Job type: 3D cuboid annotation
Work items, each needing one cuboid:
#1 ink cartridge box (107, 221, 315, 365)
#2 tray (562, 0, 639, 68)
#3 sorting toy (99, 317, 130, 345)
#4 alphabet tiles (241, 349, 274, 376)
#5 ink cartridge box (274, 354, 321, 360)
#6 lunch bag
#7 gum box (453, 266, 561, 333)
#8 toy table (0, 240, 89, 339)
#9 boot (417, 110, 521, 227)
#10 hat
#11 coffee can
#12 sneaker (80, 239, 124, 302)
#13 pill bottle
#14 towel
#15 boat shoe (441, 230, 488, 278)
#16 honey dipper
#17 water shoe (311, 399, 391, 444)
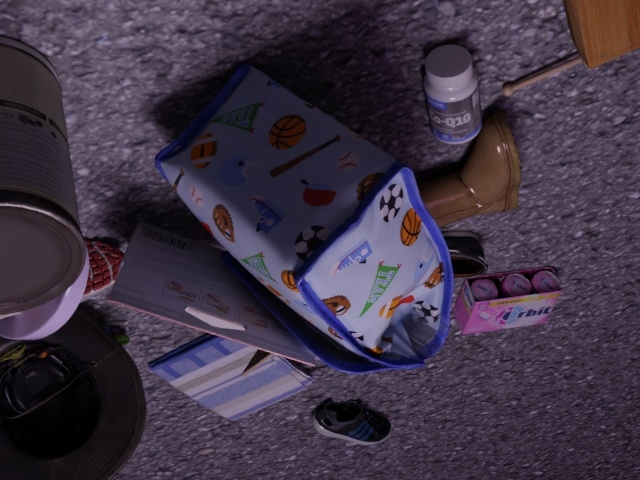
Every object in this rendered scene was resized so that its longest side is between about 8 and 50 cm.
[{"bbox_3d":[-0.151,0.094,1.479,0.296,0.261,0.066,19,114,-7],"label":"ink cartridge box"},{"bbox_3d":[0.393,-0.406,1.291,0.203,0.076,0.411,-24,142,8],"label":"tray"},{"bbox_3d":[-0.374,0.159,1.742,0.102,0.042,0.061,-4,159,-38],"label":"sorting toy"},{"bbox_3d":[-0.026,0.121,1.708,0.198,0.237,0.009,-38,97,26],"label":"alphabet tiles"},{"bbox_3d":[0.030,0.160,1.845,0.181,0.056,0.225,11,154,-37],"label":"ink cartridge box"},{"bbox_3d":[0.000,0.000,1.411,0.239,0.328,0.385,-46,145,-5],"label":"lunch bag"},{"bbox_3d":[0.360,0.114,1.961,0.188,0.062,0.107,-6,143,-15],"label":"gum box"},{"bbox_3d":[-0.456,0.043,1.399,0.161,0.252,0.274,8,155,-42],"label":"toy table"},{"bbox_3d":[0.177,-0.078,1.616,0.269,0.089,0.236,-16,143,0],"label":"boot"},{"bbox_3d":[-0.448,0.263,1.662,0.331,0.331,0.134,-8,169,-13],"label":"hat"},{"bbox_3d":[-0.394,-0.080,1.216,0.201,0.275,0.201,-11,143,-8],"label":"coffee can"},{"bbox_3d":[-0.400,0.067,1.584,0.225,0.088,0.093,-20,163,4],"label":"sneaker"},{"bbox_3d":[0.187,-0.207,1.458,0.078,0.078,0.137,-18,144,1],"label":"pill bottle"},{"bbox_3d":[-0.163,0.251,1.949,0.209,0.034,0.285,-27,141,16],"label":"towel"},{"bbox_3d":[0.176,0.035,1.772,0.233,0.079,0.084,-4,143,-16],"label":"boat shoe"},{"bbox_3d":[0.344,-0.249,1.512,0.161,0.030,0.030,-24,143,12],"label":"honey dipper"},{"bbox_3d":[0.081,0.387,2.192,0.203,0.073,0.080,10,133,-33],"label":"water shoe"}]
